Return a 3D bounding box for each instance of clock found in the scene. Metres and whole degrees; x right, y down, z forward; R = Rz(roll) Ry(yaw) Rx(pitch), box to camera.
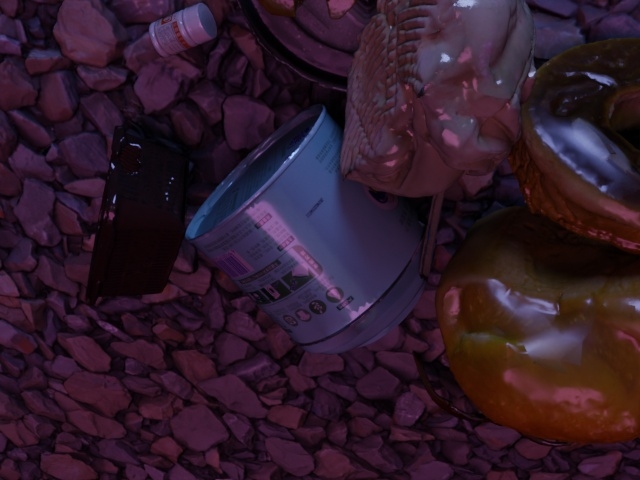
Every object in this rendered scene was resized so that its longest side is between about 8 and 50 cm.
[{"bbox_3d":[0.064,-0.390,1.058,0.385,0.076,0.386,5,123,8],"label":"clock"}]

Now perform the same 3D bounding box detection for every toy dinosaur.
[{"bbox_3d":[0.327,0.291,1.423,0.327,0.113,0.206,9,164,29],"label":"toy dinosaur"}]

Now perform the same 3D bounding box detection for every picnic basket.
[{"bbox_3d":[-0.299,-0.031,1.281,0.129,0.223,0.297,9,144,-18],"label":"picnic basket"}]

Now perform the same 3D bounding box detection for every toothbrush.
[{"bbox_3d":[0.174,-0.080,1.139,0.028,0.295,0.026,-9,154,43],"label":"toothbrush"}]

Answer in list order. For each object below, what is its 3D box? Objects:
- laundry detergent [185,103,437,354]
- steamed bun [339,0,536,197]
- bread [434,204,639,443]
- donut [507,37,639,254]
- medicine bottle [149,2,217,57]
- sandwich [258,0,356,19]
[{"bbox_3d":[0.000,0.000,1.192,0.287,0.287,0.305,-35,110,28],"label":"laundry detergent"},{"bbox_3d":[0.159,-0.195,0.977,0.206,0.275,0.320,6,159,-23],"label":"steamed bun"},{"bbox_3d":[0.349,0.120,1.110,0.360,0.394,0.250,2,116,23],"label":"bread"},{"bbox_3d":[0.416,-0.119,1.033,0.329,0.330,0.160,7,143,7],"label":"donut"},{"bbox_3d":[-0.207,-0.315,1.172,0.089,0.057,0.057,-16,118,20],"label":"medicine bottle"},{"bbox_3d":[-0.010,-0.339,1.005,0.244,0.090,0.088,3,119,6],"label":"sandwich"}]
